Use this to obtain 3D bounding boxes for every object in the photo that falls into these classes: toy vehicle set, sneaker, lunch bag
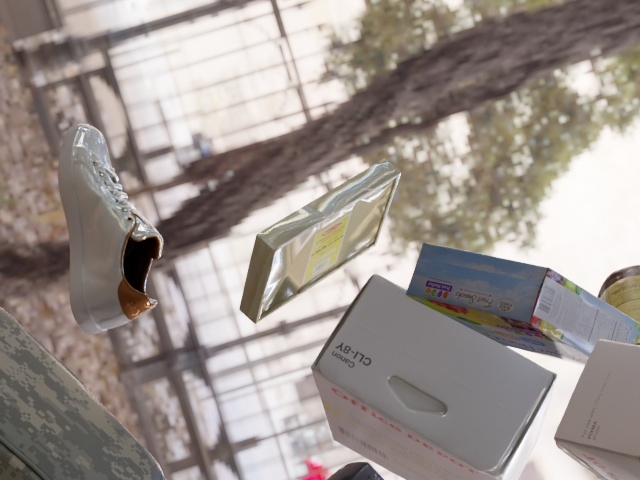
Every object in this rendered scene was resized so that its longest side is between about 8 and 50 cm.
[{"bbox_3d":[0.000,0.000,1.999,0.035,0.267,0.166,41,-39,22],"label":"toy vehicle set"},{"bbox_3d":[-0.260,-0.027,1.777,0.106,0.123,0.290,41,36,-63],"label":"sneaker"},{"bbox_3d":[-0.337,0.250,1.332,0.305,0.256,0.212,43,16,-1],"label":"lunch bag"}]

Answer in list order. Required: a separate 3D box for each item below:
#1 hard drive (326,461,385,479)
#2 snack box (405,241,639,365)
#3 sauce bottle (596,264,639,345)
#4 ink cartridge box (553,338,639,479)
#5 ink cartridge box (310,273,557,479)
[{"bbox_3d":[-0.003,0.352,1.349,0.172,0.254,0.054,50,-18,-31],"label":"hard drive"},{"bbox_3d":[0.226,0.077,1.518,0.174,0.070,0.207,12,-10,46],"label":"snack box"},{"bbox_3d":[0.390,0.158,1.632,0.344,0.111,0.111,-78,156,-58],"label":"sauce bottle"},{"bbox_3d":[0.385,0.197,1.240,0.207,0.117,0.283,37,-17,-33],"label":"ink cartridge box"},{"bbox_3d":[0.156,0.229,1.880,0.279,0.160,0.384,29,-16,14],"label":"ink cartridge box"}]
